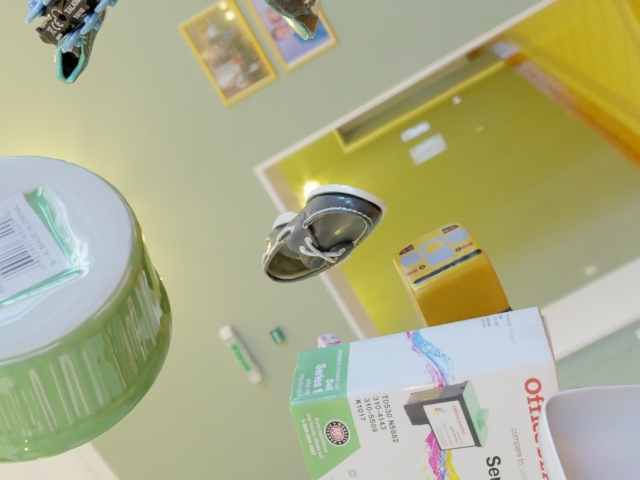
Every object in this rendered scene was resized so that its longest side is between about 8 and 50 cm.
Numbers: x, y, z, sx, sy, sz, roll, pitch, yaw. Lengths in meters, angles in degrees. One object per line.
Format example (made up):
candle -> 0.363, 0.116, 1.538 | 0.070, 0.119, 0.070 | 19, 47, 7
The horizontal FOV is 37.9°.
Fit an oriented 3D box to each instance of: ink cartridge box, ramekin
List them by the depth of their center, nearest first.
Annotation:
ramekin -> -0.308, 0.055, 0.940 | 0.148, 0.303, 0.303 | 92, 161, -49
ink cartridge box -> 0.128, 0.207, 1.013 | 0.117, 0.278, 0.201 | -78, -25, -67

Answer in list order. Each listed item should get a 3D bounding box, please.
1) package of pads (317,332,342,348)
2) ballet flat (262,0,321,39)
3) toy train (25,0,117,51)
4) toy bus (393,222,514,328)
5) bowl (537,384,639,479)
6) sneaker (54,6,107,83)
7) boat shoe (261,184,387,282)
package of pads -> 0.018, 0.176, 1.454 | 0.083, 0.031, 0.050 | -162, 60, -80
ballet flat -> -0.032, -0.343, 1.340 | 0.074, 0.074, 0.203 | 63, -169, 9
toy train -> -0.282, -0.302, 1.116 | 0.080, 0.184, 0.105 | 38, -128, -20
toy bus -> 0.210, 0.150, 1.222 | 0.333, 0.108, 0.130 | 63, -179, -29
bowl -> 0.212, 0.164, 0.593 | 0.142, 0.141, 0.053 | -104, 19, -43
sneaker -> -0.354, -0.302, 1.368 | 0.065, 0.167, 0.076 | 12, -147, -14
boat shoe -> 0.000, 0.000, 1.332 | 0.114, 0.091, 0.302 | 24, 160, -12
